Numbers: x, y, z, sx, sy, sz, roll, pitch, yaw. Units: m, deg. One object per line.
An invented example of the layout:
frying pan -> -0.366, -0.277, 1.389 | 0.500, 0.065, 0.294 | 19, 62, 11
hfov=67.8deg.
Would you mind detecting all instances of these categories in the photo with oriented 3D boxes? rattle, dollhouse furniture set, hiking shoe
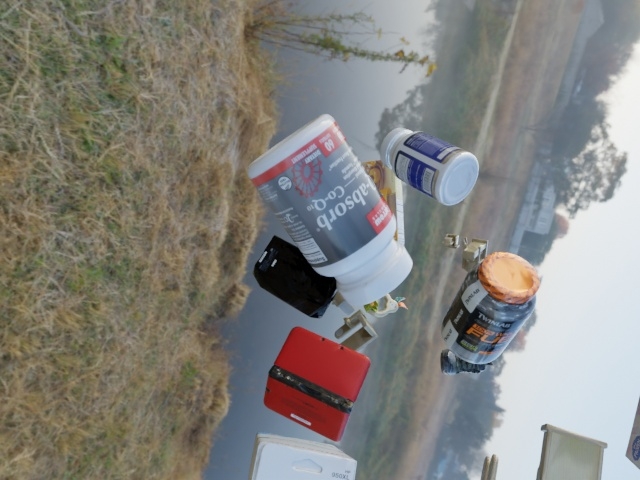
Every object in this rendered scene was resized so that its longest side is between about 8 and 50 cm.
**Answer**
rattle -> 0.291, 0.255, 2.054 | 0.143, 0.199, 0.130 | 95, 2, -46
dollhouse furniture set -> 0.044, 0.213, 1.294 | 0.123, 0.144, 0.151 | -38, 126, 5
dollhouse furniture set -> 0.740, 0.765, 1.529 | 0.394, 0.361, 0.257 | 73, 35, -62
hiking shoe -> 0.485, 0.402, 1.585 | 0.226, 0.114, 0.086 | 9, 73, -47
dollhouse furniture set -> 0.504, 0.055, 1.741 | 0.181, 0.160, 0.101 | -23, 119, -54

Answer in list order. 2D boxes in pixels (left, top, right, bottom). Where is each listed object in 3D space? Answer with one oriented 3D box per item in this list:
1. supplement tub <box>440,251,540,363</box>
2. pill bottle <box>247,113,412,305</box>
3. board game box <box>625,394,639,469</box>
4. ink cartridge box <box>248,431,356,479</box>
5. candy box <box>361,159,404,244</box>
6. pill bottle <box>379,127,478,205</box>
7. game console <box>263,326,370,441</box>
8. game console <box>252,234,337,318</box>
supplement tub -> 0.504, 0.204, 1.426 | 0.338, 0.207, 0.207 | 98, 18, -47
pill bottle -> 0.029, -0.058, 0.998 | 0.363, 0.210, 0.210 | 55, 39, -14
board game box -> 1.014, 0.566, 1.324 | 0.318, 0.065, 0.319 | -105, -162, -76
ink cartridge box -> -0.073, 0.713, 1.473 | 0.395, 0.285, 0.167 | 113, -12, -70
candy box -> 0.208, -0.136, 1.772 | 0.087, 0.182, 0.317 | 3, 84, -62
pill bottle -> 0.297, -0.219, 1.345 | 0.153, 0.264, 0.153 | -21, 130, -27
game console -> -0.007, 0.233, 0.777 | 0.085, 0.143, 0.124 | -46, 153, -56
game console -> 0.000, 0.000, 1.213 | 0.362, 0.213, 0.044 | -58, 165, -13
